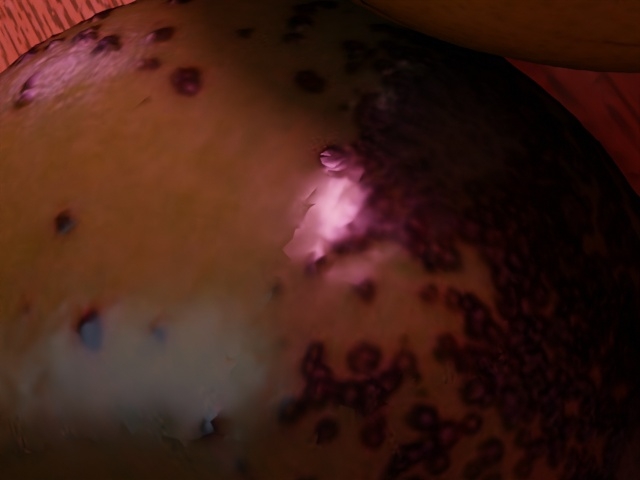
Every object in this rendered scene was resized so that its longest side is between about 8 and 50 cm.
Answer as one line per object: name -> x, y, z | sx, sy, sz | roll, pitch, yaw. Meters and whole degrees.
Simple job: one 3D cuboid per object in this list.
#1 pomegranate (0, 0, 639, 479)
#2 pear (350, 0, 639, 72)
pomegranate -> 0.000, 0.000, 0.670 | 0.285, 0.285, 0.340 | -25, 41, 48
pear -> 0.080, -0.177, 0.536 | 0.283, 0.284, 0.283 | 1, 91, 51
